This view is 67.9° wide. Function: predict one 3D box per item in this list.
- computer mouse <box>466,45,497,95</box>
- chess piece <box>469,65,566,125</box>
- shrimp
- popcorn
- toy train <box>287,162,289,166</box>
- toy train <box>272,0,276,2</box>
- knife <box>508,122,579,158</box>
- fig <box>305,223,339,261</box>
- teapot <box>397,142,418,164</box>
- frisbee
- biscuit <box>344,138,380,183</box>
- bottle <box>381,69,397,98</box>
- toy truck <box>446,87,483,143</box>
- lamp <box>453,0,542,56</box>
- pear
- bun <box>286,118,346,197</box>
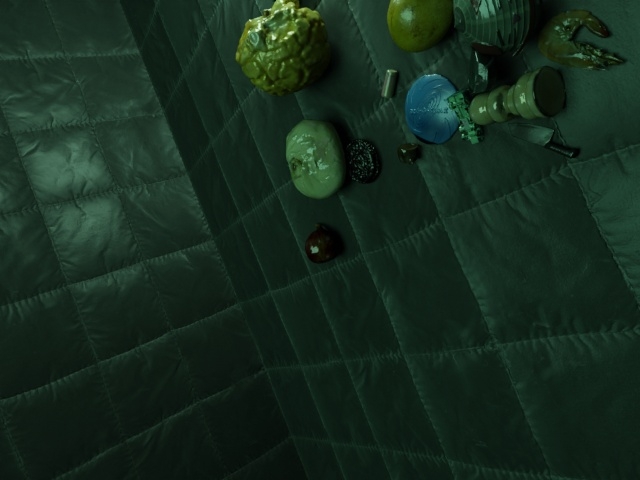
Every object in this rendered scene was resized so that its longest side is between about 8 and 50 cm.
[{"bbox_3d":[0.476,-0.498,1.395,0.071,0.231,0.126,1,121,9],"label":"computer mouse"},{"bbox_3d":[0.544,-0.400,1.371,0.261,0.143,0.142,3,109,57],"label":"chess piece"},{"bbox_3d":[0.674,-0.513,1.227,0.236,0.053,0.133,44,117,37],"label":"shrimp"},{"bbox_3d":[-0.145,-0.764,1.936,0.354,0.344,0.390,31,143,21],"label":"popcorn"},{"bbox_3d":[-0.138,-0.378,2.390,0.083,0.017,0.017,19,122,47],"label":"toy train"},{"bbox_3d":[-0.144,-1.108,1.987,0.157,0.105,0.253,26,128,29],"label":"toy train"},{"bbox_3d":[0.643,-0.302,1.383,0.230,0.028,0.060,37,121,42],"label":"knife"},{"bbox_3d":[0.002,0.002,2.277,0.175,0.175,0.207,-20,70,55],"label":"fig"},{"bbox_3d":[0.322,-0.317,1.761,0.121,0.076,0.068,-116,14,-60],"label":"teapot"},{"bbox_3d":[0.377,-0.450,1.645,0.242,0.045,0.242,29,128,45],"label":"frisbee"},{"bbox_3d":[0.171,-0.326,1.969,0.194,0.053,0.194,28,128,44],"label":"biscuit"},{"bbox_3d":[0.254,-0.576,1.748,0.045,0.045,0.096,37,131,38],"label":"bottle"},{"bbox_3d":[0.477,-0.401,1.524,0.067,0.081,0.175,-5,121,55],"label":"toy truck"},{"bbox_3d":[0.467,-0.627,1.271,0.233,0.233,0.265,11,136,51],"label":"lamp"},{"bbox_3d":[0.306,-0.696,1.490,0.209,0.209,0.208,28,127,44],"label":"pear"},{"bbox_3d":[-0.042,-0.357,2.077,0.361,0.213,0.361,44,142,50],"label":"bun"}]
